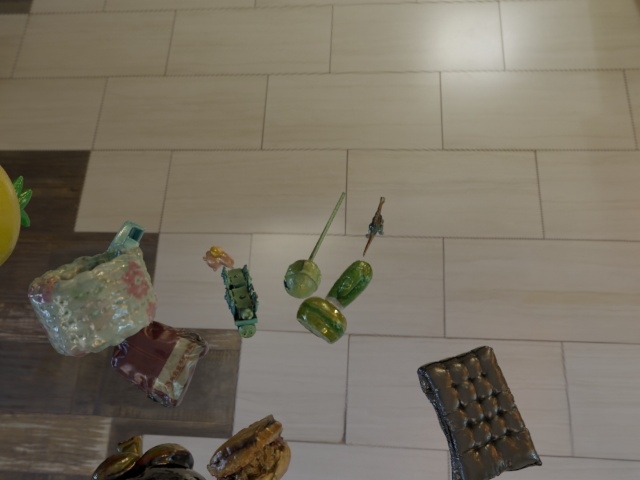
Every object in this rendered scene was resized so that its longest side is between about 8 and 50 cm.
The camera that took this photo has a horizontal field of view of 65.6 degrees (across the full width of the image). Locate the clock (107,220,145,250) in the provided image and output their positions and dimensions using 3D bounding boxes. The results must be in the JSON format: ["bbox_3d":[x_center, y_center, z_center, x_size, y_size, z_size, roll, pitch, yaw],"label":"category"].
[{"bbox_3d":[-0.752,0.074,1.837,0.094,0.224,0.274,28,32,-19],"label":"clock"}]

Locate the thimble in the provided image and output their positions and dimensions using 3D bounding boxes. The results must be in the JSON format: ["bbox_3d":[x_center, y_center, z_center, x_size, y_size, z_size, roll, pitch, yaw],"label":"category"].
[{"bbox_3d":[-0.415,0.108,0.931,0.210,0.185,0.150,-25,107,-27],"label":"thimble"}]

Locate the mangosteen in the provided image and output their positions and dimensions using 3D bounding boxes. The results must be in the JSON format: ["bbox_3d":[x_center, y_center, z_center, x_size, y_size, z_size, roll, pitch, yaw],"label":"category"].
[{"bbox_3d":[-0.300,0.467,0.820,0.274,0.275,0.302,-23,49,-3],"label":"mangosteen"}]

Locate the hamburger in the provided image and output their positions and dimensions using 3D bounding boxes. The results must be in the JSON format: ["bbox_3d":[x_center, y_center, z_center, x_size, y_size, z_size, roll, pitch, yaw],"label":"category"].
[{"bbox_3d":[-0.197,0.626,1.421,0.244,0.244,0.163,-34,83,-6],"label":"hamburger"}]

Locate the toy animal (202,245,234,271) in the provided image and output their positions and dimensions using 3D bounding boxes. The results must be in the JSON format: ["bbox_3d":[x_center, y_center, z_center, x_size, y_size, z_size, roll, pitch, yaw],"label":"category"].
[{"bbox_3d":[-0.381,0.072,1.846,0.114,0.091,0.082,35,96,-26],"label":"toy animal"}]

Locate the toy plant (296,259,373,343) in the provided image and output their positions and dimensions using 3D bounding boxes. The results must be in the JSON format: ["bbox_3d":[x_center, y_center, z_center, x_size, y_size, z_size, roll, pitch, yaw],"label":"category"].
[{"bbox_3d":[0.068,0.196,1.766,0.184,0.224,0.316,36,73,7],"label":"toy plant"}]

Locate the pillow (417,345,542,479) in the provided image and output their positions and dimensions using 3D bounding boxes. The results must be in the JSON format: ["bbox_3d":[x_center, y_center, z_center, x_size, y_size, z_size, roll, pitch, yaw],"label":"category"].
[{"bbox_3d":[0.413,0.465,1.324,0.227,0.101,0.327,-14,73,-11],"label":"pillow"}]

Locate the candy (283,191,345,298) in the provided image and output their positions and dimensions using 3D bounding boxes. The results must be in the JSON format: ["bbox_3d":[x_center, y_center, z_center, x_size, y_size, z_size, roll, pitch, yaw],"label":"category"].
[{"bbox_3d":[0.000,0.000,1.249,0.092,0.093,0.336,-4,48,39],"label":"candy"}]

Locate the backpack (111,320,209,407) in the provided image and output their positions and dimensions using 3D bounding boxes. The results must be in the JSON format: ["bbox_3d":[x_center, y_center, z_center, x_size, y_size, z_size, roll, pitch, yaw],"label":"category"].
[{"bbox_3d":[-0.618,0.446,1.875,0.317,0.197,0.284,25,70,-1],"label":"backpack"}]

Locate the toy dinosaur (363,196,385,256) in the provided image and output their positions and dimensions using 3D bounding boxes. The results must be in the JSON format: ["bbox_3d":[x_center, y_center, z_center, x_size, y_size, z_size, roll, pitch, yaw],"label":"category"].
[{"bbox_3d":[0.157,-0.046,1.411,0.044,0.106,0.187,22,40,17],"label":"toy dinosaur"}]

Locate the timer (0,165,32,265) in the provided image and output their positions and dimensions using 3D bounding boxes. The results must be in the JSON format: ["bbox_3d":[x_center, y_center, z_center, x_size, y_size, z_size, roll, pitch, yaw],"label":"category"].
[{"bbox_3d":[-0.631,-0.055,0.876,0.284,0.285,0.286,-1,72,5],"label":"timer"}]

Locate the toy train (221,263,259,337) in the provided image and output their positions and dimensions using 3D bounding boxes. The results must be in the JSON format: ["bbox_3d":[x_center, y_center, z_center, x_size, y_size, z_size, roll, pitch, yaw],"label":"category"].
[{"bbox_3d":[-0.075,0.055,0.458,0.029,0.092,0.045,-6,114,-15],"label":"toy train"}]
